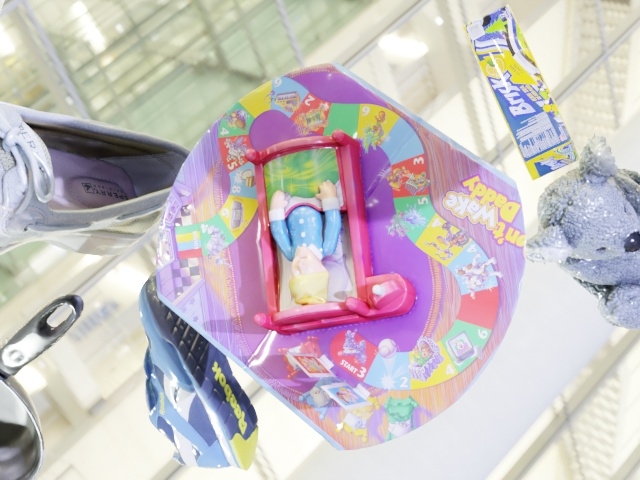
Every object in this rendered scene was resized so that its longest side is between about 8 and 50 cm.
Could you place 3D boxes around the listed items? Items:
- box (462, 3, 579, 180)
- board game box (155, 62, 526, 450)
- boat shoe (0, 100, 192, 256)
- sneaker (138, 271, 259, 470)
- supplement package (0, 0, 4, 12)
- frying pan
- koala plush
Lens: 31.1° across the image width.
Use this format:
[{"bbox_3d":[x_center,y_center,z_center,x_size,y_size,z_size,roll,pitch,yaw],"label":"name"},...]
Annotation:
[{"bbox_3d":[0.203,-0.151,1.167,0.059,0.054,0.169,40,28,-65],"label":"box"},{"bbox_3d":[0.000,0.000,0.478,0.168,0.133,0.033,37,5,22],"label":"board game box"},{"bbox_3d":[-0.206,-0.053,0.855,0.320,0.103,0.118,13,48,-64],"label":"boat shoe"},{"bbox_3d":[-0.087,0.086,0.710,0.059,0.053,0.144,-9,-64,22],"label":"sneaker"},{"bbox_3d":[-0.335,-0.168,0.759,0.149,0.203,0.194,56,-22,-4],"label":"supplement package"},{"bbox_3d":[-0.323,0.114,1.026,0.197,0.053,0.326,23,-52,-1],"label":"frying pan"},{"bbox_3d":[0.328,-0.023,1.391,0.203,0.196,0.221,38,12,31],"label":"koala plush"}]
